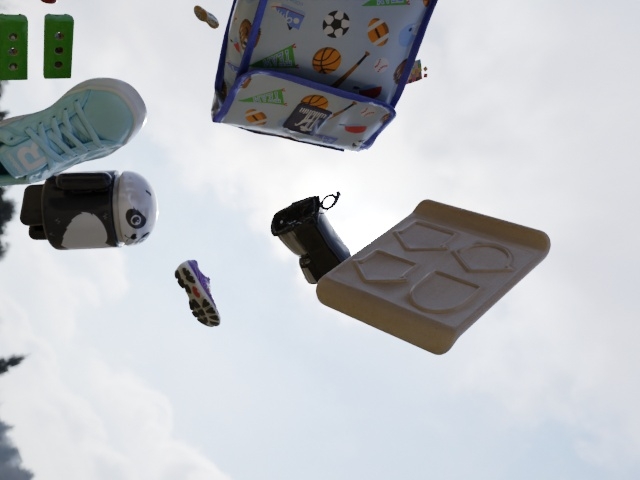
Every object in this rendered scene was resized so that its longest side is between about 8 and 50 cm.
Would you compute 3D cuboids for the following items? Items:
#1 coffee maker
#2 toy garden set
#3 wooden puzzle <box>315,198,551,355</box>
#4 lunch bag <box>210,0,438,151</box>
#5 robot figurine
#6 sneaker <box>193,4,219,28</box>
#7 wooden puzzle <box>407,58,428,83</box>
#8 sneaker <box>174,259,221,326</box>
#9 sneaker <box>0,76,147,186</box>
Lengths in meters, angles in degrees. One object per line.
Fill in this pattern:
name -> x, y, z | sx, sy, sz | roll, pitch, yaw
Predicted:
coffee maker -> 0.000, 0.000, 1.688 | 0.171, 0.120, 0.178 | -9, -49, 35
toy garden set -> -0.492, -0.332, 1.109 | 0.049, 0.244, 0.204 | 61, -34, 34
wooden puzzle -> 0.215, 0.068, 1.436 | 0.322, 0.347, 0.081 | 20, -43, 42
lunch bag -> -0.003, -0.354, 1.380 | 0.239, 0.327, 0.386 | -111, -143, -52
robot figurine -> -0.490, -0.063, 1.615 | 0.209, 0.278, 0.174 | -117, -156, -82
sneaker -> -0.310, -0.607, 2.043 | 0.032, 0.083, 0.037 | -37, -147, 23
wooden puzzle -> 0.218, -0.398, 1.778 | 0.006, 0.083, 0.049 | 39, -34, 57
sneaker -> -0.267, 0.119, 1.731 | 0.068, 0.071, 0.170 | -14, -75, 32
sneaker -> -0.460, -0.159, 1.287 | 0.365, 0.150, 0.135 | -17, -58, 27
